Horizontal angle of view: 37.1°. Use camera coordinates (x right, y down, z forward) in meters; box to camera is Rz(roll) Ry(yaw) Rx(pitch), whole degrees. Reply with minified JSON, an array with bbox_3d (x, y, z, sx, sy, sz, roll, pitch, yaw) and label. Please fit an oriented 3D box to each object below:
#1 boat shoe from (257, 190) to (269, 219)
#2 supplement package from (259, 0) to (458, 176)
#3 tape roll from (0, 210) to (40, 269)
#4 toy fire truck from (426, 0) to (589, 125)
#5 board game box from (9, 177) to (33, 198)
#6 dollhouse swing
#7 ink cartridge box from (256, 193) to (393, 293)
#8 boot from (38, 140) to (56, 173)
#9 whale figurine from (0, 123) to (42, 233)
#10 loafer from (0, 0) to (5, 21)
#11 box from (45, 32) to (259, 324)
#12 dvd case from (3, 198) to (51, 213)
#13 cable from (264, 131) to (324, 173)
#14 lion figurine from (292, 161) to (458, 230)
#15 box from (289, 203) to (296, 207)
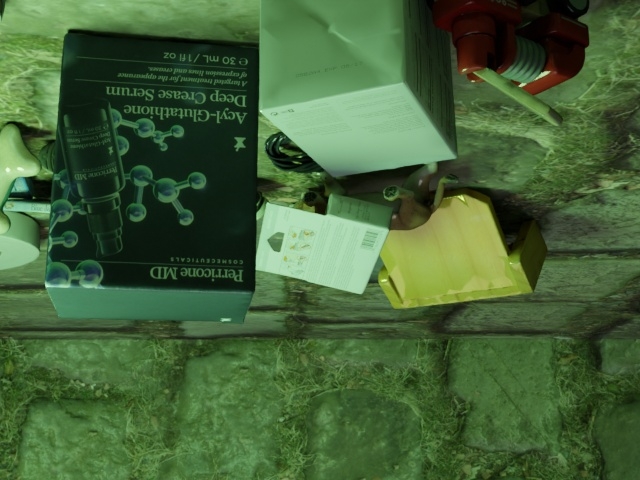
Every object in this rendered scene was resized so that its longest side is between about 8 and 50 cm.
[{"bbox_3d":[-0.209,-0.078,2.051,0.227,0.081,0.068,-8,140,43],"label":"boat shoe"},{"bbox_3d":[0.059,-0.233,1.319,0.199,0.198,0.262,-8,162,21],"label":"supplement package"},{"bbox_3d":[-0.863,-0.001,2.254,0.392,0.072,0.392,-4,164,-1],"label":"tape roll"},{"bbox_3d":[0.261,-0.237,1.225,0.217,0.246,0.158,12,160,-34],"label":"toy fire truck"},{"bbox_3d":[-0.700,-0.129,1.925,0.211,0.039,0.160,1,163,-9],"label":"board game box"},{"bbox_3d":[0.314,-0.024,2.261,0.346,0.305,0.315,-10,-158,27],"label":"dollhouse swing"},{"bbox_3d":[0.000,0.000,1.908,0.239,0.060,0.275,14,149,-2],"label":"ink cartridge box"},{"bbox_3d":[-0.456,-0.132,1.892,0.189,0.076,0.208,6,169,-12],"label":"boot"},{"bbox_3d":[-0.632,-0.112,1.777,0.272,0.216,0.141,-32,-177,15],"label":"whale figurine"},{"bbox_3d":[-0.466,-0.321,1.209,0.094,0.087,0.251,1,163,-3],"label":"loafer"},{"bbox_3d":[-0.250,-0.087,1.459,0.293,0.395,0.212,2,163,-9],"label":"box"},{"bbox_3d":[-0.530,-0.070,2.001,0.253,0.022,0.180,4,-175,13],"label":"dvd case"},{"bbox_3d":[-0.014,-0.169,1.792,0.184,0.047,0.150,5,162,-16],"label":"cable"},{"bbox_3d":[0.106,-0.065,1.954,0.392,0.142,0.240,2,151,20],"label":"lion figurine"},{"bbox_3d":[-0.013,-0.027,2.168,0.101,0.102,0.087,-4,165,9],"label":"box"}]
